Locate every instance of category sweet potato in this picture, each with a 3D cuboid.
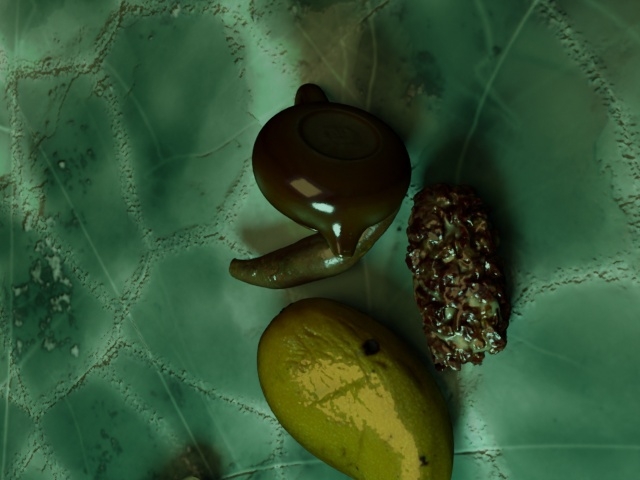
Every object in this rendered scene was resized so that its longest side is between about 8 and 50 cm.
[{"bbox_3d":[0.005,0.008,1.579,0.255,0.058,0.078,-28,63,25],"label":"sweet potato"}]

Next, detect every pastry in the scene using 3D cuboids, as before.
[{"bbox_3d":[0.148,0.037,1.478,0.115,0.097,0.208,-9,89,20],"label":"pastry"}]

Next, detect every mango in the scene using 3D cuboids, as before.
[{"bbox_3d":[0.049,0.189,1.538,0.295,0.120,0.177,44,107,17],"label":"mango"}]

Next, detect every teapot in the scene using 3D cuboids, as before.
[{"bbox_3d":[0.002,-0.082,1.511,0.252,0.178,0.135,-109,29,-47],"label":"teapot"}]

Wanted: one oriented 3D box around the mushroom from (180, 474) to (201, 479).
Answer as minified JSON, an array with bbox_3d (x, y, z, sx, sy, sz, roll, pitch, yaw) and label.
[{"bbox_3d":[-0.188,0.382,1.715,0.097,0.088,0.212,30,119,-10],"label":"mushroom"}]
